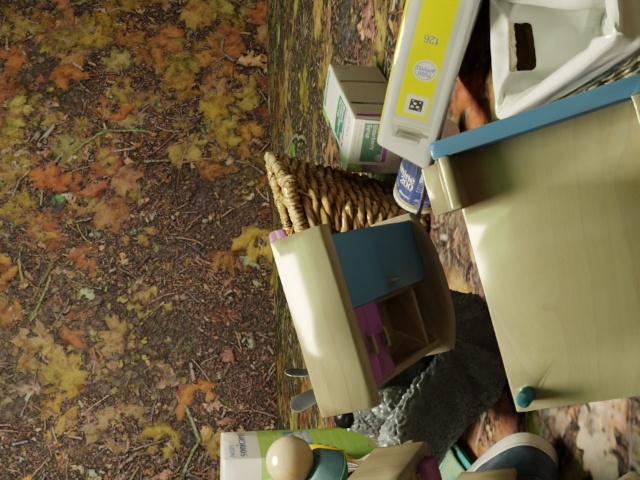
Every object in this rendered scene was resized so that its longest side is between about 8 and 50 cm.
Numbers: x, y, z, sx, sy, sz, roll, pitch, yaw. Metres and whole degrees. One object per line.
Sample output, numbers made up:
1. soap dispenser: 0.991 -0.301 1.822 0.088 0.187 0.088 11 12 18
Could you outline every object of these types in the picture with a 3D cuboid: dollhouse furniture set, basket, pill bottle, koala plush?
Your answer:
1. dollhouse furniture set: 0.165 0.062 0.542 0.198 0.303 0.287 -11 -96 -61
2. basket: 0.000 0.000 1.125 0.299 0.223 0.214 -124 50 -71
3. pill bottle: 0.136 -0.097 0.912 0.120 0.067 0.067 101 165 -47
4. koala plush: 0.088 0.163 0.812 0.196 0.203 0.221 53 153 18
5. basket: 0.196 -0.155 0.489 0.167 0.103 0.113 145 124 -78

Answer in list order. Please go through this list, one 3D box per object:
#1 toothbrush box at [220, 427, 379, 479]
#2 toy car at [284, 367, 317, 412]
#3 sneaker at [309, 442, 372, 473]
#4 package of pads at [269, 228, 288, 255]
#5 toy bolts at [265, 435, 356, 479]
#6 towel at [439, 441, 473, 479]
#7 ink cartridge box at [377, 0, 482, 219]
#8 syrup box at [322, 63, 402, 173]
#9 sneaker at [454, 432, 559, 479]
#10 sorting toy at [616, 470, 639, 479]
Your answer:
1. toothbrush box: -0.021 0.427 1.178 0.122 0.283 0.206 -147 57 -77
2. toy car: 0.042 0.228 1.087 0.155 0.188 0.149 -112 24 -64
3. sneaker: 0.051 0.354 1.025 0.092 0.225 0.088 -22 -73 -64
4. package of pads: -0.052 0.029 1.086 0.050 0.032 0.083 75 174 -58
5. toy bolts: 0.016 0.306 0.828 0.218 0.158 0.228 -51 14 14
6. towel: 0.106 0.374 0.774 0.271 0.040 0.370 -52 15 4
7. ink cartridge box: 0.124 -0.226 0.699 0.307 0.072 0.304 103 -174 -45
8. syrup box: 0.071 -0.207 1.193 0.237 0.096 0.093 -104 17 -55
9. sneaker: 0.121 0.283 0.615 0.226 0.086 0.163 -55 -2 19
10. sorting toy: 0.227 0.228 0.522 0.075 0.044 0.083 50 143 44
